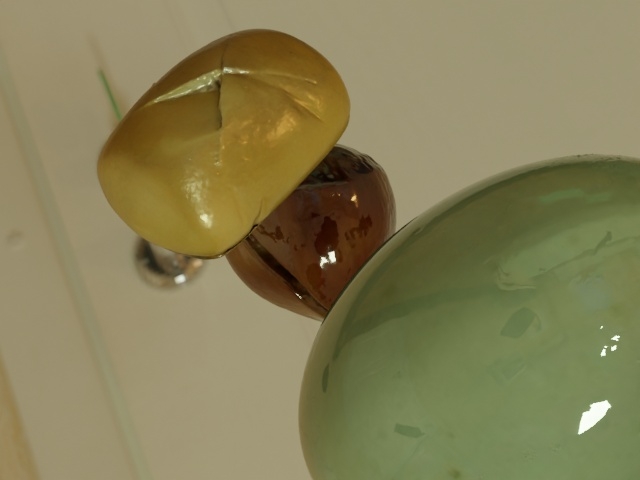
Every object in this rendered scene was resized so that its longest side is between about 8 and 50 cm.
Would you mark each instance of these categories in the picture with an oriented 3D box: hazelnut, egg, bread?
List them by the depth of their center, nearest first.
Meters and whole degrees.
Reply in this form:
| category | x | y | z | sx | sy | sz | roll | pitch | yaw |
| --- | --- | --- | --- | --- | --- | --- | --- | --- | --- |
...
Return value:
| category | x | y | z | sx | sy | sz | roll | pitch | yaw |
| --- | --- | --- | --- | --- | --- | --- | --- | --- | --- |
| bread | -0.043 | -0.049 | 0.578 | 0.115 | 0.082 | 0.056 | -44 | 151 | -22 |
| egg | 0.154 | 0.092 | 1.015 | 0.389 | 0.276 | 0.276 | -36 | 153 | 25 |
| hazelnut | 0.000 | 0.000 | 1.474 | 0.208 | 0.208 | 0.208 | -20 | 155 | -10 |
